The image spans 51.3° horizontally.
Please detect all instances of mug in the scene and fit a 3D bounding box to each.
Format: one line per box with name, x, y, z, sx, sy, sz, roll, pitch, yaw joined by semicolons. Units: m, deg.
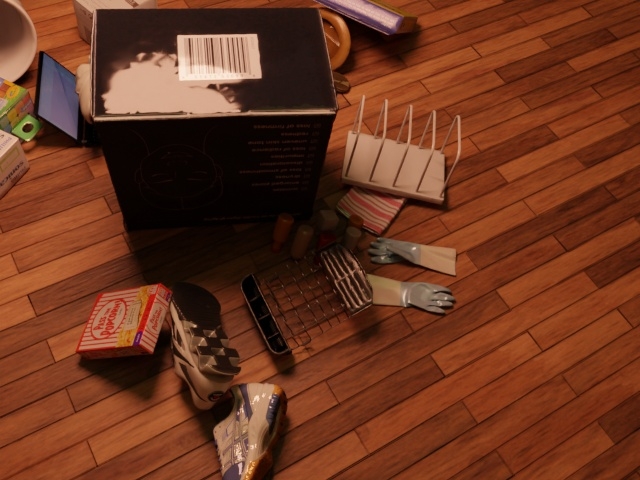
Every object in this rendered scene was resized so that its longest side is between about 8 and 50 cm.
mug;-0.987;-0.573;1.794;0.374;0.276;0.328;-42;57;3

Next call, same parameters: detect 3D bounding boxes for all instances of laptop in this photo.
laptop;-0.601;-0.381;1.774;0.264;0.137;0.234;-4;59;-10

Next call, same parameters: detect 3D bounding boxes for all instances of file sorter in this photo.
file sorter;0.212;-0.248;1.752;0.277;0.173;0.193;12;49;-2

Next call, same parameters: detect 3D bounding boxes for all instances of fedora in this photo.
fedora;0.015;-0.601;2.006;0.194;0.194;0.079;36;24;15

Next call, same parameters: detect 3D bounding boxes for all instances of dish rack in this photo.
dish rack;-0.024;0.122;1.525;0.271;0.074;0.208;-29;66;-1

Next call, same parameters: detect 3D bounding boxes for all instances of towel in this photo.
towel;0.146;-0.113;1.762;0.144;0.029;0.197;32;59;12

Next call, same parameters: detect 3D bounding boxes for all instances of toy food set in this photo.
toy food set;0.000;0.000;1.651;0.232;0.105;0.111;-2;42;-30

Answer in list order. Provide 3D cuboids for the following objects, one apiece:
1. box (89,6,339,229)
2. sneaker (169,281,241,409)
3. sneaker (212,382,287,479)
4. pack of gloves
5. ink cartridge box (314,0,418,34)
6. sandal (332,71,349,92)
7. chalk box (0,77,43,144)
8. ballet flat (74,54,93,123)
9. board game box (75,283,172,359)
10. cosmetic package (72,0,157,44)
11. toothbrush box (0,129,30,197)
box;-0.240;-0.260;1.530;0.479;0.472;0.298;-4;64;-10
sneaker;-0.277;0.222;1.443;0.122;0.146;0.331;14;27;-30
sneaker;-0.164;0.429;1.346;0.130;0.112;0.297;5;54;17
pack of gloves;0.225;0.076;1.642;0.231;0.046;0.195;8;56;-2
ink cartridge box;0.125;-0.715;2.035;0.303;0.072;0.307;28;22;9
sandal;0.000;-0.485;1.976;0.180;0.049;0.072;27;63;-7
chalk box;-0.821;-0.324;1.711;0.212;0.132;0.132;24;58;8
ballet flat;-0.563;-0.431;1.748;0.139;0.139;0.400;14;39;2
board game box;-0.422;0.176;1.433;0.193;0.045;0.147;-11;51;29
cosmetic package;-0.589;-0.650;1.938;0.151;0.151;0.183;38;60;15
toothbrush box;-0.904;-0.200;1.629;0.283;0.122;0.206;26;58;8
